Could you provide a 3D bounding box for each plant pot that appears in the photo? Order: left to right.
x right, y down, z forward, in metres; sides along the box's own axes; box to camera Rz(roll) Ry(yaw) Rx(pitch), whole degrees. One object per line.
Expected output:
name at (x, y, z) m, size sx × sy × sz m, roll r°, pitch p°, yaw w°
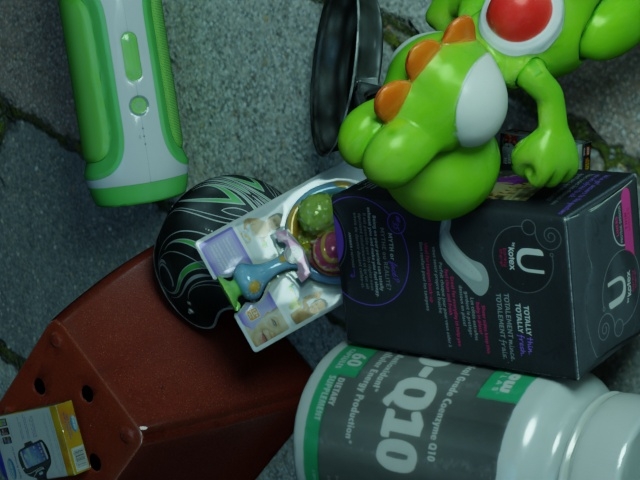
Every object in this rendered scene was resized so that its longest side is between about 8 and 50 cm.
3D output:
plant pot at (-0.209, 0.184, 2.087) m, size 0.267 × 0.235 × 0.267 m, roll 50°, pitch 128°, yaw 18°

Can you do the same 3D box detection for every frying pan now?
frying pan at (0.039, -0.182, 1.803) m, size 0.326 × 0.053 × 0.197 m, roll -177°, pitch 93°, yaw -77°

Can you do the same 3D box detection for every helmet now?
helmet at (-0.092, 0.010, 1.996) m, size 0.161 × 0.169 × 0.169 m, roll -29°, pitch 82°, yaw 46°

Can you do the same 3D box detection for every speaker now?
speaker at (-0.230, -0.193, 2.081) m, size 0.131 × 0.131 × 0.297 m, roll -1°, pitch 100°, yaw 40°

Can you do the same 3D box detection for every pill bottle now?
pill bottle at (0.169, 0.213, 1.756) m, size 0.361 × 0.204 × 0.204 m, roll 7°, pitch 105°, yaw 37°

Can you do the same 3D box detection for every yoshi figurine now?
yoshi figurine at (0.171, -0.150, 1.639) m, size 0.203 × 0.362 × 0.203 m, roll 57°, pitch 165°, yaw -17°

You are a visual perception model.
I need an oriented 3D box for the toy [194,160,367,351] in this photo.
toy at (0.000, 0.000, 1.888) m, size 0.237 × 0.056 × 0.137 m, roll -30°, pitch 80°, yaw -1°

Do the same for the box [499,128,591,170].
box at (0.222, -0.038, 1.804) m, size 0.094 × 0.027 × 0.137 m, roll 13°, pitch 109°, yaw 36°

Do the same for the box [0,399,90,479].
box at (-0.319, 0.228, 2.017) m, size 0.136 × 0.028 × 0.081 m, roll -13°, pitch 92°, yaw 44°

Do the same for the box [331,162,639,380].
box at (0.164, 0.020, 1.750) m, size 0.270 × 0.143 × 0.165 m, roll 8°, pitch 113°, yaw 38°
